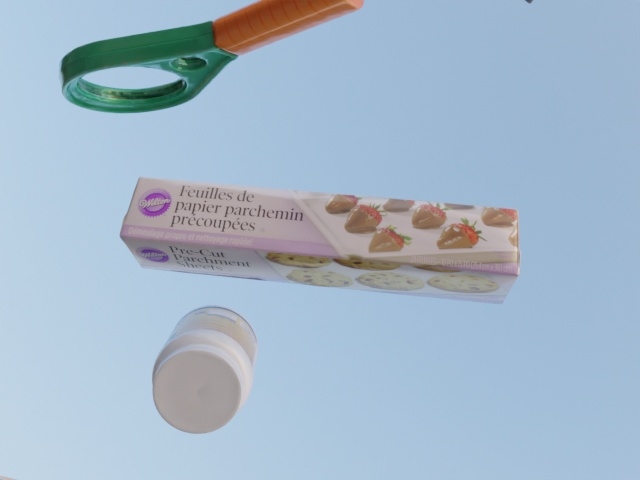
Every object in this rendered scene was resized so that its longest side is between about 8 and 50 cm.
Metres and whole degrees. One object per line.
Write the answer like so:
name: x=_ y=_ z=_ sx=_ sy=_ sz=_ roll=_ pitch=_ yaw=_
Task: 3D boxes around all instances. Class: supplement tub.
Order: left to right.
supplement tub: x=-0.171 y=0.189 z=0.935 sx=0.144 sy=0.200 sz=0.145 roll=0 pitch=-81 yaw=-2

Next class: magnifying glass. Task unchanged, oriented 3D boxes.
magnifying glass: x=-0.078 y=-0.121 z=0.397 sx=0.230 sy=0.092 sz=0.026 roll=-11 pitch=-98 yaw=33

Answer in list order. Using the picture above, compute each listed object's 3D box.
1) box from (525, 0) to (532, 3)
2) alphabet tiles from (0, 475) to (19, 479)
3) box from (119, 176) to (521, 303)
box: x=0.210 y=-0.460 z=0.806 sx=0.143 sy=0.270 sz=0.165 roll=-49 pitch=-136 yaw=27
alphabet tiles: x=-0.338 y=0.356 z=0.621 sx=0.284 sy=0.278 sz=0.021 roll=29 pitch=-71 yaw=-30
box: x=0.000 y=0.000 z=0.527 sx=0.323 sy=0.063 sz=0.067 roll=6 pitch=-29 yaw=5
